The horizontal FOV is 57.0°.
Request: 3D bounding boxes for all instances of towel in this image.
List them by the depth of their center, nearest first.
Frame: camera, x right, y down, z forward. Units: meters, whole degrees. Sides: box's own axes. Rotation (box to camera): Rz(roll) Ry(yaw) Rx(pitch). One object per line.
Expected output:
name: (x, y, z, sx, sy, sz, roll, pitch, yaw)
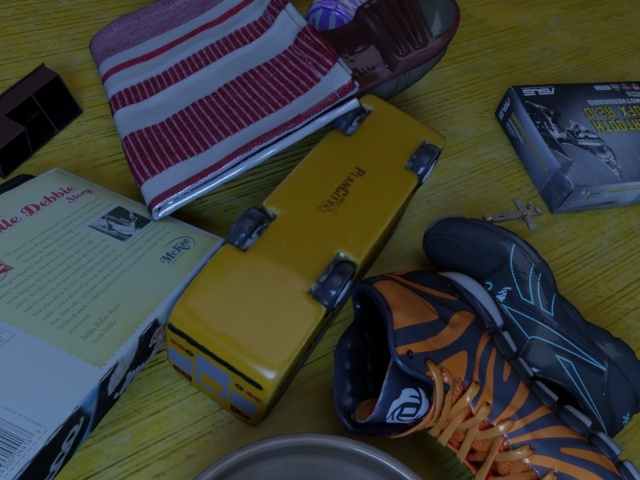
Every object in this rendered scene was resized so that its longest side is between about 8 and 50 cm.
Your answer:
towel: (-0.125, -0.191, 0.642, 0.237, 0.037, 0.329, -30, 52, 0)

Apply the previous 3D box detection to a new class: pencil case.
pencil case: (0.037, -0.353, 0.854, 0.086, 0.088, 0.206, 16, 54, 1)

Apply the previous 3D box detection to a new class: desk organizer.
desk organizer: (-0.321, -0.130, 0.637, 0.050, 0.047, 0.130, 28, 54, 4)

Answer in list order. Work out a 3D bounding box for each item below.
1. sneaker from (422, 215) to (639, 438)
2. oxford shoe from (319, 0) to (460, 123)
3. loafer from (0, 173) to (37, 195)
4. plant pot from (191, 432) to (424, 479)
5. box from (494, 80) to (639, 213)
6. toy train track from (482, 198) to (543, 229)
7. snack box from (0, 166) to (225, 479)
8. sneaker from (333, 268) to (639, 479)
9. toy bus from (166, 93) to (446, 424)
sneaker: (0.193, 0.082, 0.576, 0.106, 0.101, 0.267, -34, 68, -28)
oxford shoe: (0.005, -0.179, 0.713, 0.348, 0.130, 0.123, -23, 74, -4)
loafer: (-0.331, -0.010, 0.543, 0.061, 0.062, 0.170, 28, 52, 13)
plant pot: (-0.011, 0.263, 0.393, 0.237, 0.110, 0.238, 7, 53, -9)
box: (0.378, -0.132, 0.798, 0.230, 0.056, 0.183, -6, 57, -17)
toy train track: (0.238, -0.034, 0.721, 0.083, 0.014, 0.048, -9, 58, -18)
snack box: (-0.220, 0.051, 0.448, 0.187, 0.060, 0.322, 23, 29, 3)
sneaker: (0.113, 0.155, 0.460, 0.180, 0.125, 0.321, 5, 39, -42)
toy bus: (0.000, 0.000, 0.568, 0.108, 0.130, 0.333, 31, 54, 10)
